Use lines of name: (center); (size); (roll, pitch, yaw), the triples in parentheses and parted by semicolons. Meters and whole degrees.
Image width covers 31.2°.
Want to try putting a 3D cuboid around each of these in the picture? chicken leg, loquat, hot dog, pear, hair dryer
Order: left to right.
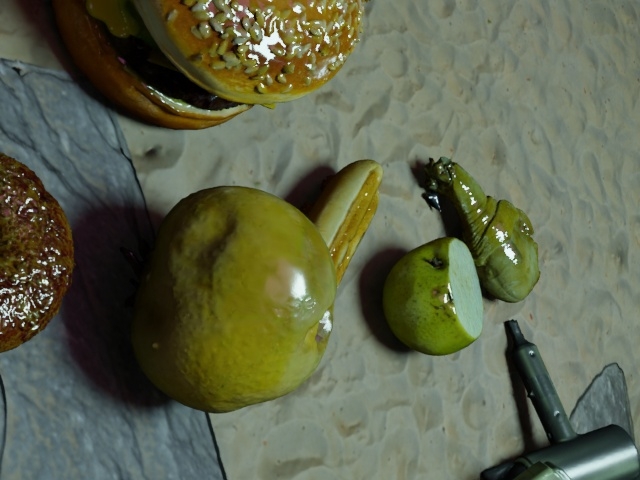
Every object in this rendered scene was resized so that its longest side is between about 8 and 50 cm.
loquat: (-0.086, 0.056, 1.074); (0.213, 0.213, 0.213); (15, 68, -41)
hot dog: (0.000, 0.000, 1.246); (0.076, 0.102, 0.249); (22, 51, 8)
pear: (0.125, 0.068, 1.339); (0.141, 0.104, 0.141); (-10, 90, -70)
chicken leg: (0.208, -0.023, 1.468); (0.103, 0.088, 0.228); (-42, 102, -33)
hair dryer: (0.268, 0.219, 1.464); (0.195, 0.078, 0.248); (-13, 66, -20)

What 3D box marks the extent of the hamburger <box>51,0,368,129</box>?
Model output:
hamburger: (-0.099, -0.253, 1.122); (0.291, 0.225, 0.291); (14, 68, -39)

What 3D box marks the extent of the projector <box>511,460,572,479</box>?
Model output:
projector: (0.271, 0.414, 1.335); (0.193, 0.088, 0.270); (-35, 90, -4)

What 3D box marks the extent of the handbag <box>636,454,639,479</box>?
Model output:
handbag: (0.509, 0.413, 1.470); (0.240, 0.340, 0.247); (47, 36, -40)

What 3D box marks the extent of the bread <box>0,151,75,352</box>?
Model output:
bread: (-0.290, 0.009, 0.969); (0.193, 0.064, 0.193); (17, 63, -39)
